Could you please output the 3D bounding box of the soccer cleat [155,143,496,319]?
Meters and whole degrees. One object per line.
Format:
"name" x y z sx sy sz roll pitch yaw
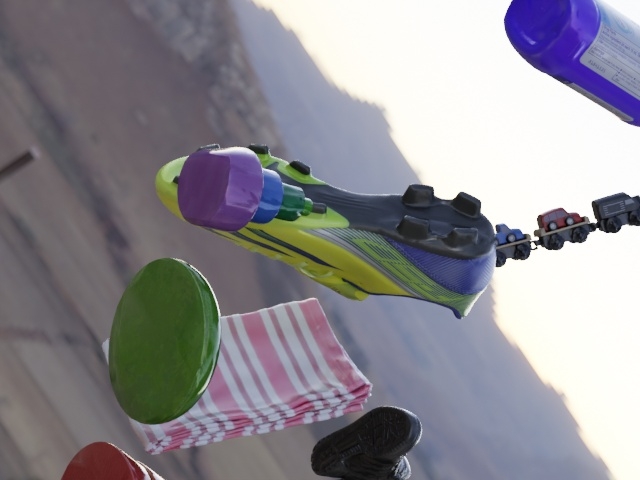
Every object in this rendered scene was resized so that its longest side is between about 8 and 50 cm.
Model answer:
"soccer cleat" 0.000 0.001 1.495 0.093 0.289 0.121 -72 172 -52

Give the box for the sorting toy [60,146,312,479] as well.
"sorting toy" -0.089 0.108 1.410 0.126 0.366 0.127 13 10 -38

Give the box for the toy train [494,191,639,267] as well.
"toy train" 0.203 -0.011 1.550 0.027 0.158 0.036 -176 -110 -81

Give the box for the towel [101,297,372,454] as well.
"towel" -0.071 0.106 1.500 0.144 0.197 0.029 -124 -150 -51

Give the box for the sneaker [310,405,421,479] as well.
"sneaker" 0.058 0.203 1.727 0.089 0.170 0.051 20 58 -36

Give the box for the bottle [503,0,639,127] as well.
"bottle" 0.316 -0.174 1.862 0.282 0.092 0.118 26 21 -34
